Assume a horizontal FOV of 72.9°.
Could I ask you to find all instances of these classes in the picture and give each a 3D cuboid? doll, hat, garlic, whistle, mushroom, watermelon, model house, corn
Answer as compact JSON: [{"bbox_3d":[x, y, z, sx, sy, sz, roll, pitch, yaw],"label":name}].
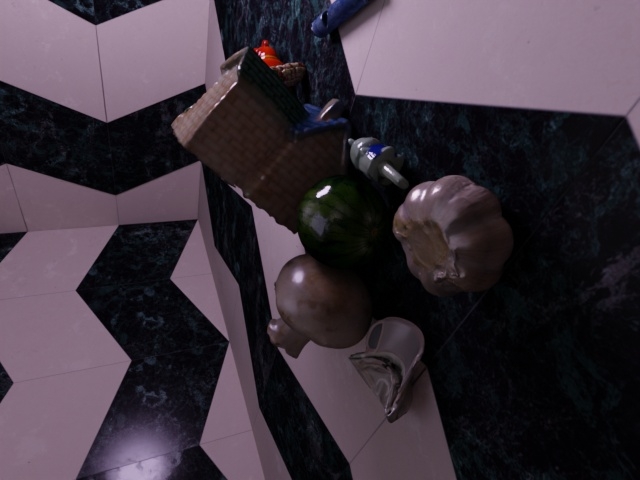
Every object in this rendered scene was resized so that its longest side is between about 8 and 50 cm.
[{"bbox_3d":[-0.193,-0.585,1.626,0.182,0.160,0.363,155,110,-64],"label":"doll"},{"bbox_3d":[0.192,0.316,1.086,0.226,0.164,0.219,-47,34,7],"label":"hat"},{"bbox_3d":[0.244,-0.011,0.791,0.228,0.152,0.228,13,108,48],"label":"garlic"},{"bbox_3d":[0.062,-0.627,1.169,0.304,0.062,0.062,-168,74,-65],"label":"whistle"},{"bbox_3d":[-0.012,0.192,1.213,0.290,0.297,0.297,-51,44,24],"label":"mushroom"},{"bbox_3d":[0.141,-0.191,1.049,0.092,0.110,0.244,-51,37,10],"label":"whistle"},{"bbox_3d":[0.055,-0.047,1.105,0.242,0.242,0.242,174,90,-66],"label":"watermelon"},{"bbox_3d":[-0.152,-0.335,1.331,0.400,0.445,0.395,-48,32,7],"label":"model house"},{"bbox_3d":[-0.167,-0.534,1.454,0.092,0.280,0.092,38,142,38],"label":"corn"}]
